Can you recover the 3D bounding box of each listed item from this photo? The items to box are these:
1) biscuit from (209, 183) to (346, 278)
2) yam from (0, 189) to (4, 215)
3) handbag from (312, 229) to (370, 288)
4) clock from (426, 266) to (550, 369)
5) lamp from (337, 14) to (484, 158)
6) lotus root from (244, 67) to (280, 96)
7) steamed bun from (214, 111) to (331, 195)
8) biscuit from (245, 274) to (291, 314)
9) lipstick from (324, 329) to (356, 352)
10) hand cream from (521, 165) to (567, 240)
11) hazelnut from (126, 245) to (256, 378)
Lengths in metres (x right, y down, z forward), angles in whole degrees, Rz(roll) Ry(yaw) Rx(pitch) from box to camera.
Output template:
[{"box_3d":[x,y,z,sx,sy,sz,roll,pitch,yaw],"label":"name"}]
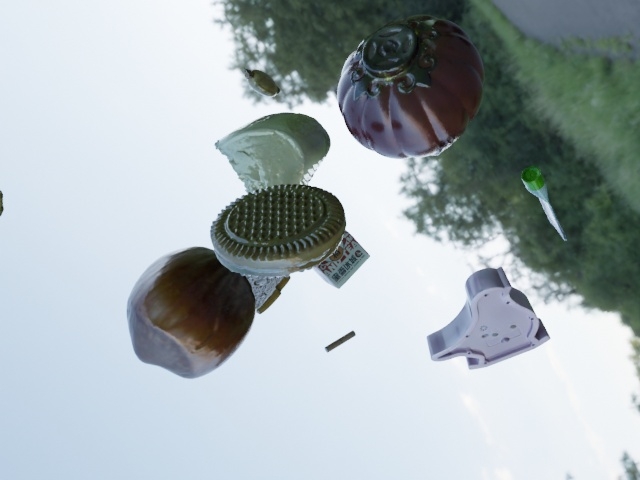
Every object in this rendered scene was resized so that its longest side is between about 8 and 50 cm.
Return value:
[{"box_3d":[-0.074,-0.021,1.154,0.259,0.259,0.079,-80,-17,-54],"label":"biscuit"},{"box_3d":[-0.804,-0.149,1.477,0.356,0.081,0.081,34,-176,39],"label":"yam"},{"box_3d":[0.000,0.000,2.143,0.298,0.171,0.151,47,171,-16],"label":"handbag"},{"box_3d":[0.401,0.213,1.664,0.275,0.290,0.080,51,-161,-34],"label":"clock"},{"box_3d":[0.182,-0.311,1.326,0.257,0.303,0.303,44,-152,-52],"label":"lamp"},{"box_3d":[-0.184,-0.489,2.022,0.150,0.062,0.073,23,-144,-47],"label":"lotus root"},{"box_3d":[-0.137,-0.227,1.727,0.272,0.273,0.290,33,-162,-4],"label":"steamed bun"},{"box_3d":[-0.164,0.135,1.993,0.041,0.212,0.239,52,-150,-34],"label":"biscuit"},{"box_3d":[0.054,0.272,1.753,0.019,0.094,0.019,50,157,31],"label":"lipstick"},{"box_3d":[0.589,-0.093,1.697,0.275,0.050,0.079,44,-137,-44],"label":"hand cream"},{"box_3d":[-0.357,0.191,1.789,0.315,0.372,0.372,85,163,-76],"label":"hazelnut"}]
